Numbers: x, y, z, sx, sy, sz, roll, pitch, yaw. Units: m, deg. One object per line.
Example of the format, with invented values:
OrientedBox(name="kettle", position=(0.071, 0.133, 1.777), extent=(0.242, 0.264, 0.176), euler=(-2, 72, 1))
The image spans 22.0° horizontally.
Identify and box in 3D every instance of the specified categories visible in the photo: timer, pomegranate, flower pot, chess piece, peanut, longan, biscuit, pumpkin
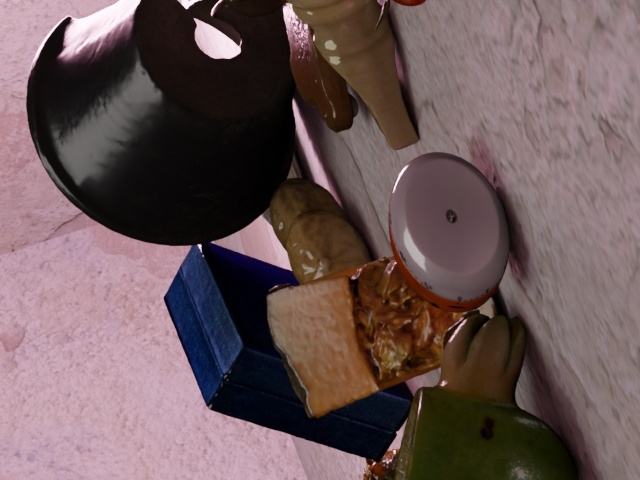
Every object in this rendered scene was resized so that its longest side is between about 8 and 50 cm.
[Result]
OrientedBox(name="timer", position=(0.104, -0.001, 1.376), extent=(0.136, 0.099, 0.136), euler=(174, 90, -81))
OrientedBox(name="pomegranate", position=(0.143, 0.199, 1.416), extent=(0.190, 0.159, 0.241), euler=(100, 179, -51))
OrientedBox(name="flower pot", position=(-0.163, -0.196, 2.111), extent=(0.251, 0.379, 0.379), euler=(-39, 68, 59))
OrientedBox(name="chess piece", position=(0.037, -0.180, 1.554), extent=(0.200, 0.090, 0.090), euler=(63, 178, -34))
OrientedBox(name="peanut", position=(0.000, 0.000, 2.113), extent=(0.263, 0.101, 0.117), euler=(-117, 12, -61))
OrientedBox(name="longan", position=(-0.077, -0.309, 1.895), extent=(0.119, 0.106, 0.106), euler=(-52, -49, -58))
OrientedBox(name="biscuit", position=(-0.013, -0.266, 1.777), extent=(0.197, 0.049, 0.302), euler=(-129, 22, -57))
OrientedBox(name="pumpkin", position=(0.054, 0.082, 1.583), extent=(0.280, 0.190, 0.139), euler=(128, 124, -80))

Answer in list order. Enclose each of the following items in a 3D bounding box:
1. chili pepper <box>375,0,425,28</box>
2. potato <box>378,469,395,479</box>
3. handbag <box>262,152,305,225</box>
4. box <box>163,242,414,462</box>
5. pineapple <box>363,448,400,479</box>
OrientedBox(name="chili pepper", position=(0.057, -0.222, 1.243), extent=(0.084, 0.086, 0.192), euler=(40, 152, 16))
OrientedBox(name="potato", position=(0.122, 0.358, 2.051), extent=(0.251, 0.113, 0.149), euler=(161, 98, -74))
OrientedBox(name="handbag", position=(-0.072, -0.122, 2.459), extent=(0.219, 0.079, 0.256), euler=(57, -167, -76))
OrientedBox(name="box", position=(-0.044, 0.140, 2.149), extent=(0.116, 0.261, 0.279), euler=(-58, 30, 19))
OrientedBox(name="pineapple", position=(0.116, 0.399, 2.266), extent=(0.186, 0.114, 0.236), euler=(121, 140, -80))
